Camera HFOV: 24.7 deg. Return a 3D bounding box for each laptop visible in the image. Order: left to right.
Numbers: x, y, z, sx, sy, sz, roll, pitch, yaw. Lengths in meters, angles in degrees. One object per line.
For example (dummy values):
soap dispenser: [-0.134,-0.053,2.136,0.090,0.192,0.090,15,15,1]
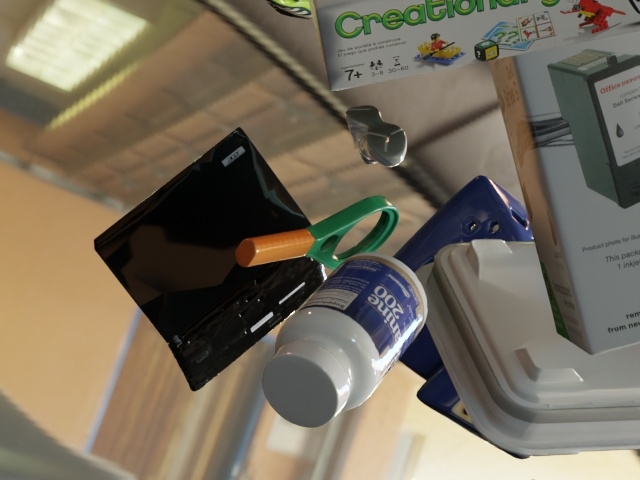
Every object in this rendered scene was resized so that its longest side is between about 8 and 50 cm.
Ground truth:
laptop: [-0.130,0.032,1.842,0.136,0.234,0.264,47,-12,23]

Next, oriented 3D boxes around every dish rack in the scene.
dish rack: [0.280,0.085,1.455,0.332,0.072,0.285,0,37,-18]

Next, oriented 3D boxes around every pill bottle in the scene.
pill bottle: [0.014,0.060,0.879,0.067,0.067,0.120,16,32,20]

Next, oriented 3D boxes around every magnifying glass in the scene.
magnifying glass: [0.000,0.000,1.454,0.231,0.092,0.026,-8,51,-51]

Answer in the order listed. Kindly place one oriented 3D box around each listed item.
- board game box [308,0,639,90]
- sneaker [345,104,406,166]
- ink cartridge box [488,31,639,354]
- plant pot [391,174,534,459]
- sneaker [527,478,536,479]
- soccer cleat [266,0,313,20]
board game box: [0.074,-0.201,0.758,0.193,0.305,0.053,-12,-48,-1]
sneaker: [0.076,-0.125,1.909,0.053,0.061,0.152,-13,29,-12]
ink cartridge box: [0.217,-0.071,1.147,0.121,0.289,0.211,-15,0,3]
plant pot: [0.213,0.106,1.724,0.236,0.236,0.212,34,17,-39]
sneaker: [0.064,0.274,0.925,0.140,0.125,0.341,48,-42,-4]
soccer cleat: [-0.043,-0.287,1.690,0.072,0.060,0.179,-4,-13,40]
